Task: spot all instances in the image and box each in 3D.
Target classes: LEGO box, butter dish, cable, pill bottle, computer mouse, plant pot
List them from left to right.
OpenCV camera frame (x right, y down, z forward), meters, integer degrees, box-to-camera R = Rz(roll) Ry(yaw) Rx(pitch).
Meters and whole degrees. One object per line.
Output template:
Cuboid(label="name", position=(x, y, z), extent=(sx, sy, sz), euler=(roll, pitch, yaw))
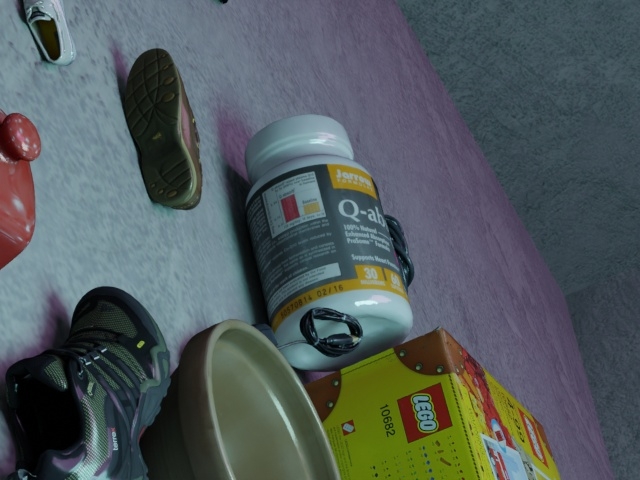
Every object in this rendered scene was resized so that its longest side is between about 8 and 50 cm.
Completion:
Cuboid(label="butter dish", position=(-0.244, -0.050, 0.858), extent=(0.160, 0.118, 0.160), euler=(38, 32, -57))
Cuboid(label="plant pot", position=(-0.076, 0.194, 1.054), extent=(0.237, 0.109, 0.237), euler=(55, 20, -32))
Cuboid(label="computer mouse", position=(-0.034, 0.109, 1.261), extent=(0.242, 0.041, 0.071), euler=(-13, 89, -47))
Cuboid(label="pill bottle", position=(0.000, 0.000, 1.479), extent=(0.162, 0.162, 0.278), euler=(41, 29, -55))
Cuboid(label="cable", position=(0.059, 0.047, 1.582), extent=(0.047, 0.184, 0.150), euler=(7, 25, -26))
Cuboid(label="LEGO box", position=(0.179, 0.405, 1.404), extent=(0.372, 0.193, 0.500), euler=(42, 28, -52))

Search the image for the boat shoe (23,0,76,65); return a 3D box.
Cuboid(label="boat shoe", position=(-0.261, -0.212, 1.189), extent=(0.035, 0.035, 0.100), euler=(-29, 101, -77))

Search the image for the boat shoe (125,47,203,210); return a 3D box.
Cuboid(label="boat shoe", position=(-0.160, -0.113, 1.323), extent=(0.060, 0.064, 0.178), euler=(37, 39, -69))

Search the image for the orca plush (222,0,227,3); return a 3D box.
Cuboid(label="orca plush", position=(-0.160, -0.483, 1.768), extent=(0.287, 0.102, 0.151), euler=(68, 16, 8))

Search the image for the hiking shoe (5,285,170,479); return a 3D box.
Cuboid(label="hiking shoe", position=(-0.172, 0.104, 0.922), extent=(0.227, 0.086, 0.114), euler=(-95, 159, -46))
